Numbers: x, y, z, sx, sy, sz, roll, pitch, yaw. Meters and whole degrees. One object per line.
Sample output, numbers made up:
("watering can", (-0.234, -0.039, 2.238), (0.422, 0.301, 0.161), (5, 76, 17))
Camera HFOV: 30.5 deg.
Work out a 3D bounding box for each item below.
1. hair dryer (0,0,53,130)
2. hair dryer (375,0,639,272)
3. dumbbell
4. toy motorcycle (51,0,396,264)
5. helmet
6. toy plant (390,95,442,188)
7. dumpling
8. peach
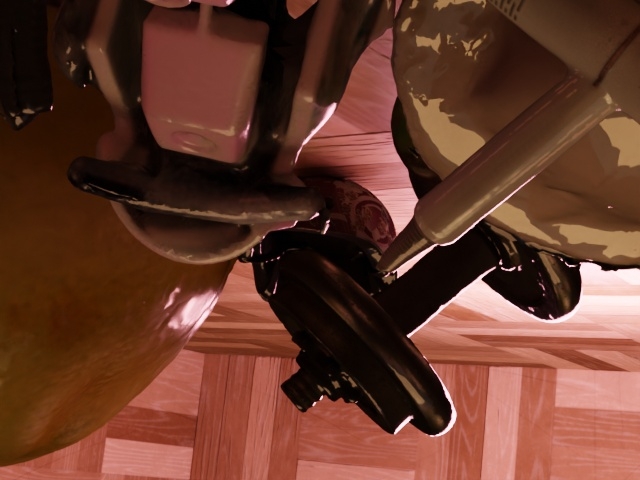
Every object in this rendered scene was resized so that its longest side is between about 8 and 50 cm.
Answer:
("hair dryer", (-0.027, -0.125, 0.299), (0.195, 0.219, 0.075), (15, -163, -44))
("hair dryer", (0.102, -0.026, 0.546), (0.155, 0.183, 0.044), (41, -157, 14))
("dumbbell", (0.088, 0.034, 0.936), (0.192, 0.290, 0.192), (48, 171, 11))
("toy motorcycle", (-0.042, -0.095, 0.484), (0.143, 0.188, 0.327), (12, 169, 2))
("helmet", (0.005, -0.010, 1.127), (0.153, 0.107, 0.177), (6, 150, 15))
("toy plant", (0.125, -0.065, 0.795), (0.162, 0.093, 0.093), (14, 166, -42))
("dumpling", (0.146, -0.063, 0.629), (0.247, 0.172, 0.142), (26, -151, -8))
("peach", (-0.209, -0.012, 0.764), (0.315, 0.281, 0.314), (-19, 149, -39))
